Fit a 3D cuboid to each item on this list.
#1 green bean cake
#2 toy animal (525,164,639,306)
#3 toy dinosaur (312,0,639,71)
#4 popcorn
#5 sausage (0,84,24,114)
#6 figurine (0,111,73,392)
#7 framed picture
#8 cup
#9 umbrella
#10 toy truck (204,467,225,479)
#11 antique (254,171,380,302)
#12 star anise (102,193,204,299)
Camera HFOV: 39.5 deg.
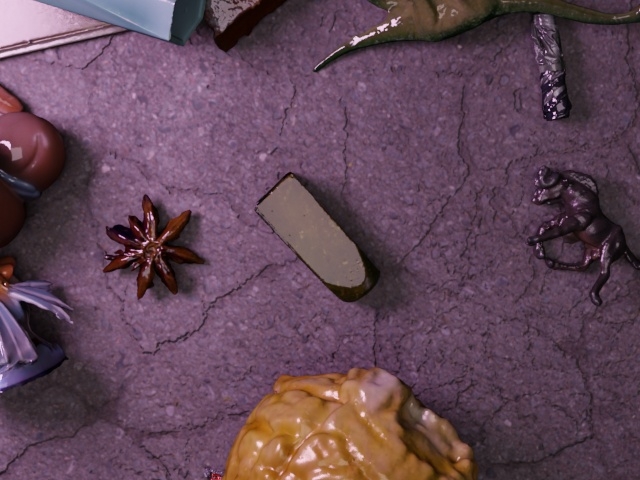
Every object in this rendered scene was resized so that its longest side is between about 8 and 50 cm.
[{"bbox_3d":[-0.085,-0.416,1.306,0.233,0.097,0.198,-25,98,3],"label":"green bean cake"},{"bbox_3d":[0.410,-0.010,1.389,0.233,0.084,0.148,41,95,-3],"label":"toy animal"},{"bbox_3d":[0.228,-0.319,1.339,0.447,0.087,0.301,-31,130,30],"label":"toy dinosaur"},{"bbox_3d":[0.038,0.373,1.312,0.390,0.354,0.344,-22,118,1],"label":"popcorn"},{"bbox_3d":[-0.533,-0.236,1.353,0.177,0.040,0.047,26,117,-5],"label":"sausage"},{"bbox_3d":[-0.498,0.023,1.301,0.248,0.277,0.387,-11,98,25],"label":"figurine"},{"bbox_3d":[-0.407,-0.411,1.339,0.325,0.020,0.240,-14,99,1],"label":"framed picture"},{"bbox_3d":[-0.280,-0.367,1.247,0.236,0.134,0.148,23,101,9],"label":"cup"},{"bbox_3d":[0.350,-0.276,1.361,0.046,0.050,0.188,-3,101,29],"label":"umbrella"},{"bbox_3d":[-0.152,0.398,1.472,0.083,0.024,0.031,11,76,-5],"label":"toy truck"},{"bbox_3d":[0.000,0.000,1.383,0.081,0.080,0.221,-43,97,4],"label":"antique"},{"bbox_3d":[-0.261,0.012,1.391,0.168,0.057,0.167,0,100,0],"label":"star anise"}]
